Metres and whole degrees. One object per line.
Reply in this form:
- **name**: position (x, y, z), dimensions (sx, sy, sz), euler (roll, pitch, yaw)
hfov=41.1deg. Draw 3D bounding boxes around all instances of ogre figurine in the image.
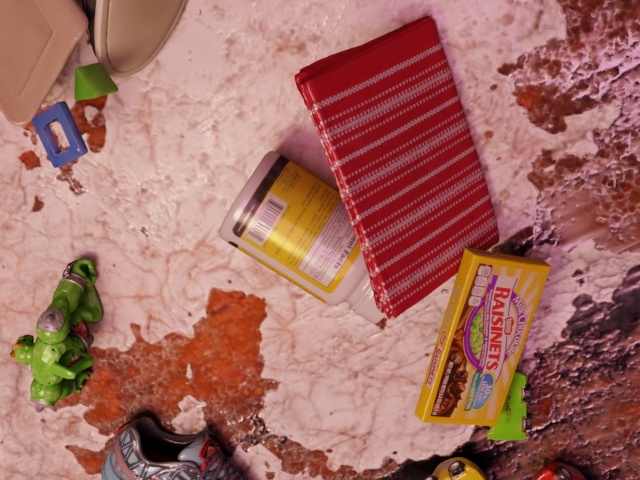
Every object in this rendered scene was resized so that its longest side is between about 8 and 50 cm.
- **ogre figurine**: position (-0.327, 0.130, 1.085), dimensions (0.097, 0.118, 0.197), euler (32, 113, -3)

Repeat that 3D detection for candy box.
- **candy box**: position (0.183, 0.113, 0.965), dimensions (0.105, 0.027, 0.206), euler (7, 107, -25)

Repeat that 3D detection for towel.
- **towel**: position (0.090, -0.081, 0.904), dimensions (0.031, 0.199, 0.275), euler (3, 120, 53)

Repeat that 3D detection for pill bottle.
- **pill bottle**: position (0.000, 0.000, 0.972), dimensions (0.208, 0.119, 0.119), euler (33, 114, -3)

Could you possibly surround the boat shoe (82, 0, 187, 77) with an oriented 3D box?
- **boat shoe**: position (-0.203, -0.339, 0.879), dimensions (0.113, 0.127, 0.340), euler (36, 132, 23)

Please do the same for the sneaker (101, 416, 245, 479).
- **sneaker**: position (-0.163, 0.322, 1.140), dimensions (0.261, 0.104, 0.125), euler (22, 112, 1)

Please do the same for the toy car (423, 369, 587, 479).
- **toy car**: position (0.235, 0.251, 1.065), dimensions (0.239, 0.053, 0.225), euler (-1, 111, 10)

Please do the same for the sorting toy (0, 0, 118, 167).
- **sorting toy**: position (-0.336, -0.251, 0.943), dimensions (0.196, 0.047, 0.348), euler (-36, 87, 43)
